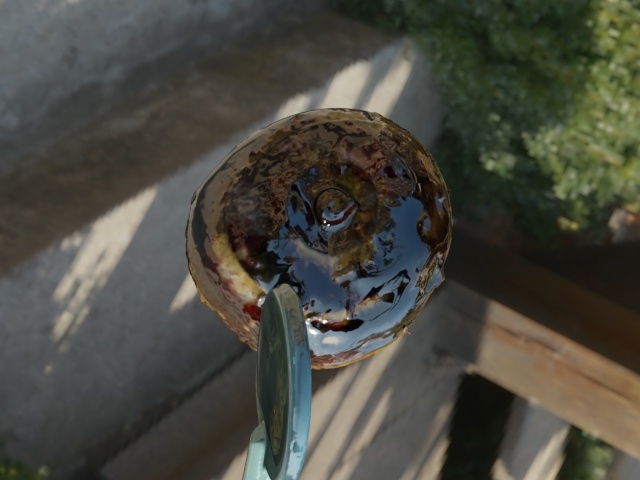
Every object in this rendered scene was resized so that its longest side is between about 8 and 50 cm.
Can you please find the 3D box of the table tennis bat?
[{"bbox_3d":[-0.036,0.142,1.168,0.038,0.149,0.237,-1,132,-13],"label":"table tennis bat"}]

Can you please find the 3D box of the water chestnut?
[{"bbox_3d":[0.000,0.000,1.638,0.300,0.300,0.300,-43,149,-35],"label":"water chestnut"}]
